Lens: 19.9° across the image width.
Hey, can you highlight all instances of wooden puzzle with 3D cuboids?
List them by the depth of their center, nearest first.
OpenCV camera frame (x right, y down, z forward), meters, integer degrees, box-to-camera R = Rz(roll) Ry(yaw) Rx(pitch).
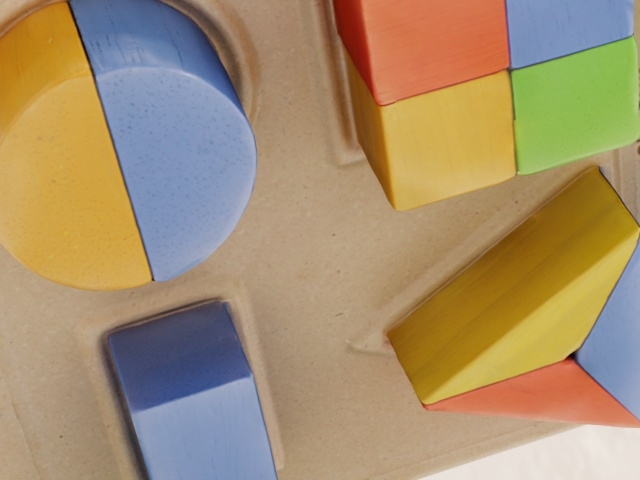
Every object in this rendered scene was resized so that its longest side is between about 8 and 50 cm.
[{"bbox_3d":[0.000,0.000,0.671,0.347,0.080,0.322,-14,131,-4],"label":"wooden puzzle"}]
